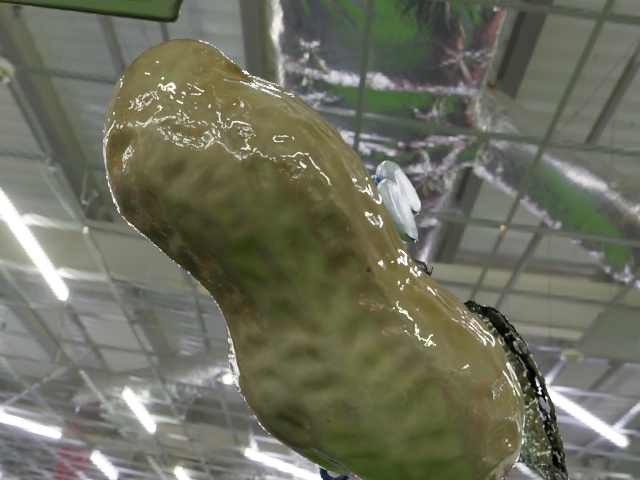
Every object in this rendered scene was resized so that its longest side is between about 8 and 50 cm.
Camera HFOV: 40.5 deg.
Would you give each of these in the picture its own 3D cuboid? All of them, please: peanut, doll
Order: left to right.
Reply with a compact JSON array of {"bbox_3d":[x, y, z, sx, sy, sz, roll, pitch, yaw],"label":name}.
[{"bbox_3d":[-0.009,0.021,0.436,0.125,0.111,0.274,-36,-87,24],"label":"peanut"},{"bbox_3d":[0.000,0.000,1.057,0.257,0.215,0.161,-19,-78,20],"label":"doll"}]

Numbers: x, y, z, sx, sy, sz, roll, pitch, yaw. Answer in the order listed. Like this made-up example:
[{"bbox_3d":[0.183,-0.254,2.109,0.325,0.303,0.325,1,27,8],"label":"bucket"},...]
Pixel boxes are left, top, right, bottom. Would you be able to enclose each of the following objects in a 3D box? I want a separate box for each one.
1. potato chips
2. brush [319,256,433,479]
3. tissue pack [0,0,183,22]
[{"bbox_3d":[0.173,0.165,0.859,0.029,0.202,0.220,-15,-28,-18],"label":"potato chips"},{"bbox_3d":[0.030,0.078,0.551,0.051,0.164,0.014,15,-30,7],"label":"brush"},{"bbox_3d":[-0.182,-0.246,0.527,0.225,0.124,0.185,2,-35,-24],"label":"tissue pack"}]
